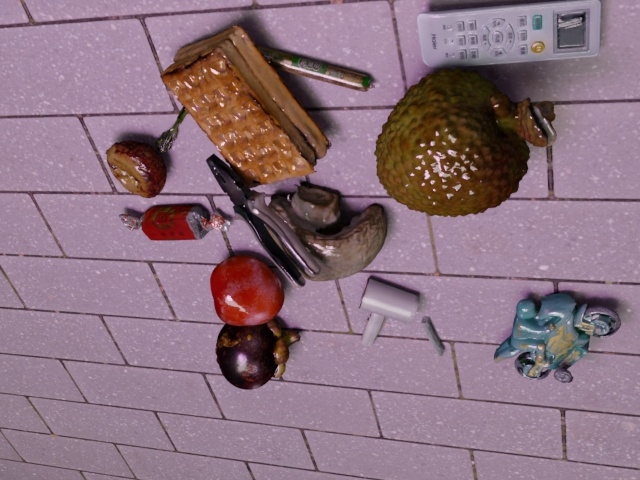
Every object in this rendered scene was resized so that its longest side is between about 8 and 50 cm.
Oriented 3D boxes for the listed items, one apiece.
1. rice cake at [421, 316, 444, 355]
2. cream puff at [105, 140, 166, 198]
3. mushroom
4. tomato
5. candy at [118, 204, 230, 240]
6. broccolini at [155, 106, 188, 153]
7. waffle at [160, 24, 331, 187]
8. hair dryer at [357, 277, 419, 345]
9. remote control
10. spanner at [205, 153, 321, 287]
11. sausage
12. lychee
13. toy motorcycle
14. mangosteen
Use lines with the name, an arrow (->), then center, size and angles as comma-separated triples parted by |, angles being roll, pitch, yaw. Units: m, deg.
rice cake -> 0.268, 0.229, 1.981 | 0.022, 0.022, 0.121 | -1, 132, 35
cream puff -> -0.396, -0.163, 1.818 | 0.149, 0.084, 0.149 | 28, 146, 21
mushroom -> -0.004, 0.005, 1.771 | 0.267, 0.164, 0.189 | 17, 135, 6
tomato -> -0.176, 0.123, 1.969 | 0.187, 0.151, 0.187 | 9, 130, 11
candy -> -0.342, -0.040, 1.940 | 0.292, 0.059, 0.086 | -2, 133, 25
broccolini -> -0.314, -0.239, 1.765 | 0.035, 0.030, 0.140 | 56, 133, 18
waffle -> -0.143, -0.250, 1.603 | 0.213, 0.091, 0.308 | -9, 130, 46
hair dryer -> 0.141, 0.192, 1.966 | 0.131, 0.073, 0.236 | 19, 139, 2
remote control -> 0.310, -0.347, 1.381 | 0.293, 0.051, 0.103 | 1, 133, 17
spanner -> -0.122, -0.044, 1.679 | 0.325, 0.040, 0.096 | 51, 137, 2
sausage -> -0.026, -0.322, 1.554 | 0.269, 0.033, 0.032 | 17, 136, 6
lychee -> 0.236, -0.164, 1.439 | 0.270, 0.270, 0.320 | 27, 131, -4
toy motorcycle -> 0.493, 0.208, 1.810 | 0.198, 0.109, 0.296 | 29, 135, -4
mangosteen -> -0.154, 0.275, 2.098 | 0.217, 0.192, 0.192 | -10, 132, -1
